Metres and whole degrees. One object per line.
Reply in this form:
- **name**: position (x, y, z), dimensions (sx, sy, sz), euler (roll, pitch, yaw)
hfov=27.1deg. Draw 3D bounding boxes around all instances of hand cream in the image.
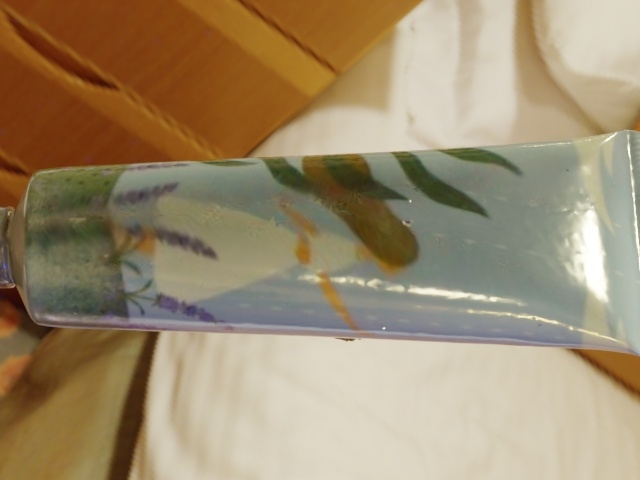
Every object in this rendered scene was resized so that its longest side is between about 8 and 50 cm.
- **hand cream**: position (0.000, 0.000, 0.499), dimensions (0.271, 0.058, 0.091), euler (0, 69, -1)

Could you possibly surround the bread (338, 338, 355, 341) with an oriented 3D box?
- **bread**: position (0.015, 0.023, 0.840), dimensions (0.085, 0.053, 0.085), euler (1, 67, -1)
